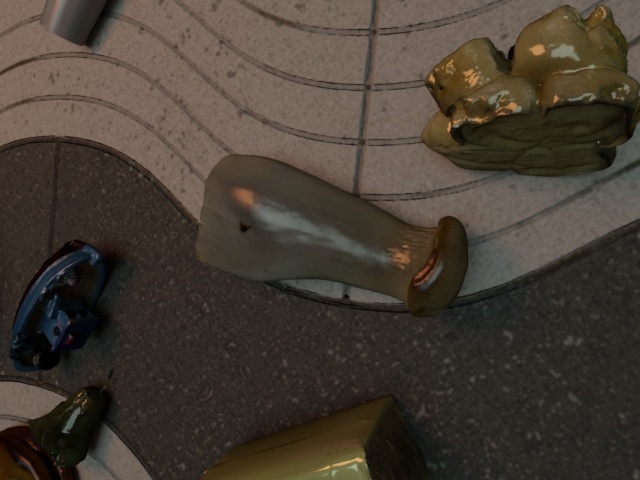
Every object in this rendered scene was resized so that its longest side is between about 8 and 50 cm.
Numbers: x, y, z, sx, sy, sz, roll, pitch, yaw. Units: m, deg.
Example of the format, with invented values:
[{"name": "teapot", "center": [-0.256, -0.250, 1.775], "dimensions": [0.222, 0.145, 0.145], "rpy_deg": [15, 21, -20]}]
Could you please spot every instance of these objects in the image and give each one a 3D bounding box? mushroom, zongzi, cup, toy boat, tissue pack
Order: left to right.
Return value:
[{"name": "toy boat", "center": [-0.372, 0.102, 0.642], "dimensions": [0.097, 0.100, 0.223], "rpy_deg": [40, 105, 24]}, {"name": "zongzi", "center": [-0.387, 0.244, 0.678], "dimensions": [0.130, 0.062, 0.154], "rpy_deg": [23, 92, 30]}, {"name": "cup", "center": [-0.365, -0.363, 0.662], "dimensions": [0.104, 0.074, 0.116], "rpy_deg": [47, 111, 38]}, {"name": "tissue pack", "center": [-0.016, 0.278, 0.487], "dimensions": [0.234, 0.159, 0.125], "rpy_deg": [-26, 82, 18]}, {"name": "mushroom", "center": [0.000, 0.000, 0.517], "dimensions": [0.329, 0.122, 0.159], "rpy_deg": [18, 132, 19]}]

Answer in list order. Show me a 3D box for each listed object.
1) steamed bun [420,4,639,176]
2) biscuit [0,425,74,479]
[{"name": "steamed bun", "center": [0.186, -0.131, 0.416], "dimensions": [0.192, 0.177, 0.106], "rpy_deg": [3, 82, 33]}, {"name": "biscuit", "center": [-0.482, 0.409, 0.702], "dimensions": [0.221, 0.066, 0.220], "rpy_deg": [0, 89, 19]}]
